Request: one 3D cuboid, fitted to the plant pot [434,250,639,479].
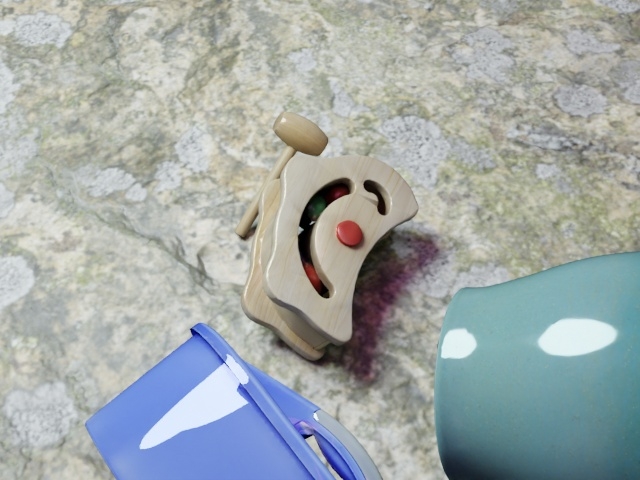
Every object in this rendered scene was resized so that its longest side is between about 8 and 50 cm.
[{"bbox_3d":[0.241,0.133,0.906,0.255,0.271,0.271,1,53,21],"label":"plant pot"}]

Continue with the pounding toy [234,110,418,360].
[{"bbox_3d":[0.000,0.000,1.124,0.154,0.155,0.269,18,63,-18],"label":"pounding toy"}]

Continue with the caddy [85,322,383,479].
[{"bbox_3d":[-0.038,0.222,0.863,0.179,0.241,0.341,-35,60,-12],"label":"caddy"}]
